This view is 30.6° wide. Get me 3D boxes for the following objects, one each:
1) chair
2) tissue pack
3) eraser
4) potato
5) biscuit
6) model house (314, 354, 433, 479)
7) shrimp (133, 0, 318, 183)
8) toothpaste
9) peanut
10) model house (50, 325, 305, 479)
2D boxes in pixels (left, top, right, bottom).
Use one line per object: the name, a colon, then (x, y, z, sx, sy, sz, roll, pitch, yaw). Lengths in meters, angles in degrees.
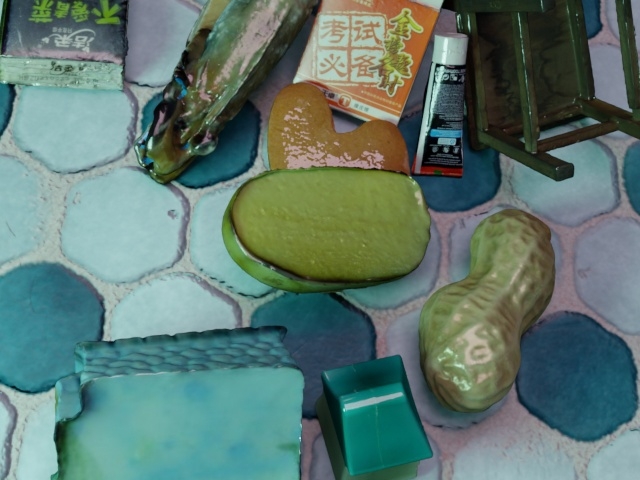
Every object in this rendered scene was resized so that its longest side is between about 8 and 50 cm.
chair: (0.278, -0.249, 1.611, 0.203, 0.416, 0.240, -18, 108, -17)
tissue pack: (-0.348, -0.319, 1.609, 0.174, 0.073, 0.235, 1, 60, -7)
eraser: (0.069, -0.281, 1.579, 0.157, 0.230, 0.038, 21, 16, 5)
potato: (0.000, 0.000, 1.451, 0.272, 0.111, 0.160, -4, 67, -26)
biscuit: (0.025, -0.125, 1.555, 0.192, 0.036, 0.186, 2, 69, -7)
model house: (0.060, 0.202, 1.320, 0.101, 0.149, 0.127, -12, 63, -11)
shrimp: (-0.124, -0.273, 1.572, 0.221, 0.110, 0.445, 1, 54, 45)
toothpaste: (0.163, -0.178, 1.561, 0.071, 0.193, 0.045, 1, 17, -7)
peanut: (0.205, 0.077, 1.432, 0.136, 0.120, 0.298, 30, 58, 4)
model house: (-0.169, 0.193, 1.294, 0.261, 0.225, 0.241, -3, 23, -13)
